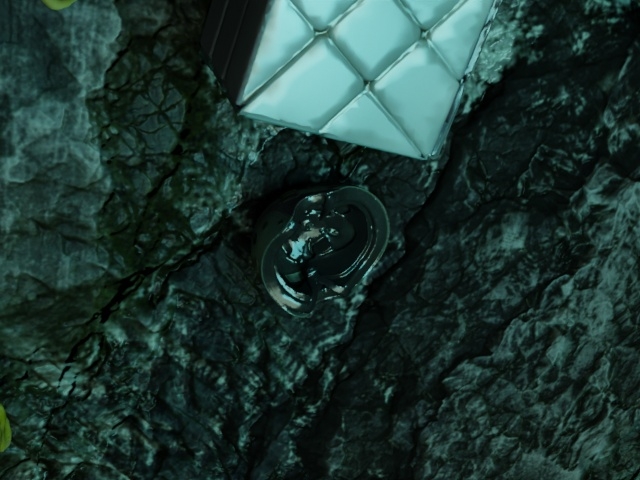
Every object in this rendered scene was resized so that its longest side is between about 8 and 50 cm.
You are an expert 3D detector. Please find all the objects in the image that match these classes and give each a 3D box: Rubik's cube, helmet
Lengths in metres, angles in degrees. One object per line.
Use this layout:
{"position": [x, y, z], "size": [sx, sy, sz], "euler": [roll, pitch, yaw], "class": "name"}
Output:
{"position": [0.023, -0.239, 1.009], "size": [0.231, 0.224, 0.221], "euler": [11, 113, -24], "class": "Rubik's cube"}
{"position": [-0.014, -0.002, 1.210], "size": [0.177, 0.107, 0.153], "euler": [-27, 124, -28], "class": "helmet"}

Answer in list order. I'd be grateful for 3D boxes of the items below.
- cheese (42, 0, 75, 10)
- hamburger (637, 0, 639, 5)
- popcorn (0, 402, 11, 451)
{"position": [-0.275, -0.314, 0.968], "size": [0.086, 0.036, 0.162], "euler": [-31, 125, -3], "class": "cheese"}
{"position": [0.506, -0.352, 1.158], "size": [0.300, 0.176, 0.300], "euler": [-9, 121, -16], "class": "hamburger"}
{"position": [-0.466, 0.220, 1.116], "size": [0.191, 0.190, 0.253], "euler": [-33, 121, -8], "class": "popcorn"}
